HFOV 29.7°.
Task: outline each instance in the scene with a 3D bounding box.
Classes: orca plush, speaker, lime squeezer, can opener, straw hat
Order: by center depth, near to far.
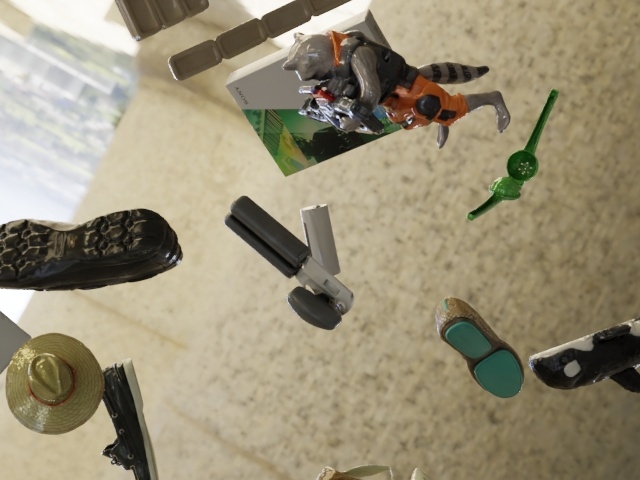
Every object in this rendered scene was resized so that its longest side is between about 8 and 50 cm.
[{"bbox_3d":[-0.366,0.186,1.629,0.144,0.144,0.061,27,161,6],"label":"straw hat"},{"bbox_3d":[0.440,0.173,1.741,0.287,0.102,0.151,-14,169,-35],"label":"orca plush"},{"bbox_3d":[0.337,-0.117,2.078,0.059,0.310,0.110,34,154,8],"label":"lime squeezer"},{"bbox_3d":[-0.064,0.042,2.105,0.283,0.095,0.076,40,139,8],"label":"can opener"},{"bbox_3d":[0.000,0.000,2.291,0.055,0.136,0.055,-11,-172,1],"label":"speaker"}]

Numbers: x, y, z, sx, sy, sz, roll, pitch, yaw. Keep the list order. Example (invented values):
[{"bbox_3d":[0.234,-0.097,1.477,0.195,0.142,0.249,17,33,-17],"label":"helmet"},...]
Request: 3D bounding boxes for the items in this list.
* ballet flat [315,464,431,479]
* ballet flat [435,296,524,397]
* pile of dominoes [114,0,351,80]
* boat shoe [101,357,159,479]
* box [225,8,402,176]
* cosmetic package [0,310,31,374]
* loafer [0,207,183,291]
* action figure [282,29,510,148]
[{"bbox_3d":[0.145,0.514,2.429,0.343,0.124,0.116,5,140,17],"label":"ballet flat"},{"bbox_3d":[0.217,0.140,1.637,0.206,0.073,0.067,51,-165,-42],"label":"ballet flat"},{"bbox_3d":[-0.110,-0.309,1.351,0.196,0.251,0.040,66,164,-12],"label":"pile of dominoes"},{"bbox_3d":[-0.427,0.434,2.628,0.113,0.340,0.127,-12,-176,-9],"label":"boat shoe"},{"bbox_3d":[0.009,-0.276,2.313,0.322,0.058,0.232,-21,117,27],"label":"box"},{"bbox_3d":[-0.691,0.206,2.361,0.151,0.183,0.151,44,165,-17],"label":"cosmetic package"},{"bbox_3d":[-0.242,0.019,1.169,0.223,0.076,0.078,-7,149,16],"label":"loafer"},{"bbox_3d":[0.088,-0.246,1.900,0.330,0.178,0.341,18,-178,-24],"label":"action figure"}]
